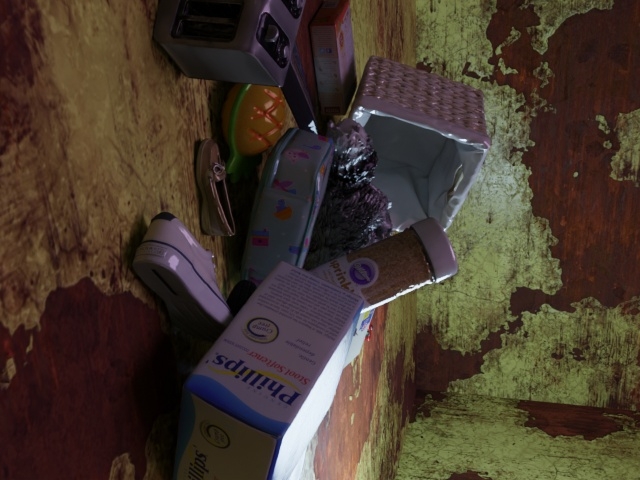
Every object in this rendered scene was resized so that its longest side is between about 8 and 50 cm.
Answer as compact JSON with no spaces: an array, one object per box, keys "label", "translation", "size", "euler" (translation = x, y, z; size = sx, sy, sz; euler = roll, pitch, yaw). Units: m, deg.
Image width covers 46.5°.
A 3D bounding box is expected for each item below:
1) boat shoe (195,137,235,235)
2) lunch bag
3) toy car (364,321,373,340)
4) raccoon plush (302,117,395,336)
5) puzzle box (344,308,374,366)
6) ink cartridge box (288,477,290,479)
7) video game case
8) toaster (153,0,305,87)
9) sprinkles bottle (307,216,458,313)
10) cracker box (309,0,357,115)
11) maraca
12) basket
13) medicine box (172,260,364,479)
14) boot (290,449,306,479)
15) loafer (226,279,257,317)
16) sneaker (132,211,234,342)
[{"label":"boat shoe","translation":[-0.158,-0.081,1.144],"size":[0.056,0.048,0.152],"euler":[-42,134,-70]},{"label":"lunch bag","translation":[-0.058,-0.050,1.319],"size":[0.224,0.108,0.279],"euler":[-74,180,-63]},{"label":"toy car","translation":[0.137,0.165,2.329],"size":[0.239,0.053,0.224],"euler":[78,20,-47]},{"label":"raccoon plush","translation":[0.000,0.000,1.502],"size":[0.446,0.216,0.299],"euler":[65,37,-55]},{"label":"puzzle box","translation":[0.079,0.209,1.962],"size":[0.409,0.052,0.271],"euler":[-10,120,-75]},{"label":"ink cartridge box","translation":[-0.110,0.392,1.344],"size":[0.158,0.092,0.217],"euler":[71,28,-55]},{"label":"video game case","translation":[-0.067,-0.346,1.309],"size":[0.275,0.035,0.248],"euler":[60,15,-64]},{"label":"toaster","translation":[-0.124,-0.309,1.013],"size":[0.110,0.186,0.167],"euler":[46,57,-67]},{"label":"sprinkles bottle","translation":[0.077,0.077,1.415],"size":[0.121,0.356,0.121],"euler":[156,-90,-87]},{"label":"cracker box","translation":[0.034,-0.436,1.784],"size":[0.155,0.067,0.232],"euler":[-70,157,-50]},{"label":"maraca","translation":[-0.113,-0.183,1.211],"size":[0.127,0.099,0.185],"euler":[-24,133,-57]},{"label":"basket","translation":[0.202,-0.228,1.834],"size":[0.266,0.332,0.328],"euler":[-79,-173,-48]},{"label":"medicine box","translation":[-0.078,0.227,1.095],"size":[0.289,0.149,0.263],"euler":[-54,164,-47]},{"label":"boot","translation":[-0.059,0.398,1.537],"size":[0.248,0.090,0.206],"euler":[68,26,-66]},{"label":"loafer","translation":[-0.135,0.147,1.274],"size":[0.061,0.062,0.169],"euler":[-49,150,-80]},{"label":"sneaker","translation":[-0.171,0.058,1.034],"size":[0.258,0.094,0.091],"euler":[72,28,-54]}]
